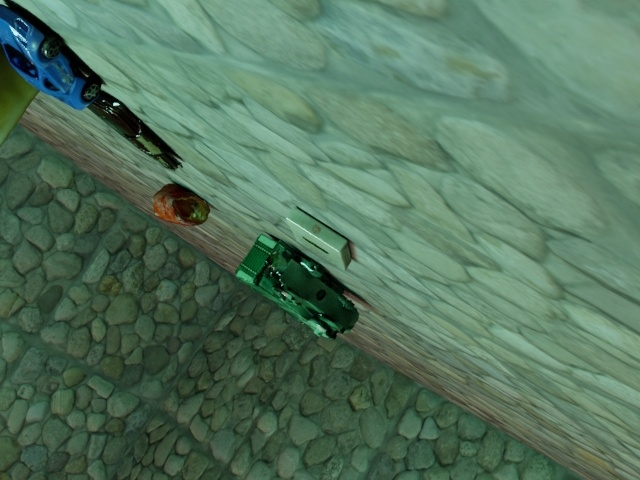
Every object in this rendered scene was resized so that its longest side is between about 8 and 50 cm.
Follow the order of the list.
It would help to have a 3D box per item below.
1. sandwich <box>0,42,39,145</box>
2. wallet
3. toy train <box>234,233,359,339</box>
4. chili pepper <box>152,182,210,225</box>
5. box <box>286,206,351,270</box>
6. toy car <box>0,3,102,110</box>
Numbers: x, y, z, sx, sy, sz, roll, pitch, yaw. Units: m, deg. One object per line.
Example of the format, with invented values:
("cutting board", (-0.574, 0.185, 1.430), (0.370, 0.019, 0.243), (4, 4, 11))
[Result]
("sandwich", (-0.588, -0.261, 1.564), (0.227, 0.198, 0.155), (37, 173, -26))
("wallet", (-0.312, -0.180, 1.555), (0.122, 0.031, 0.232), (32, 173, 27))
("toy train", (-0.038, 0.098, 1.882), (0.154, 0.115, 0.269), (18, 165, 47))
("chili pepper", (-0.310, -0.076, 2.061), (0.192, 0.084, 0.086), (15, 145, 55))
("box", (0.000, 0.000, 1.399), (0.090, 0.024, 0.167), (32, 173, 9))
("toy car", (-0.372, -0.238, 1.298), (0.103, 0.063, 0.216), (32, 173, 19))
